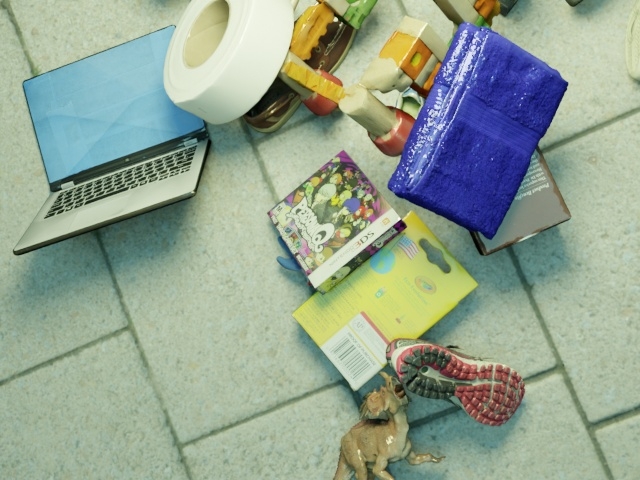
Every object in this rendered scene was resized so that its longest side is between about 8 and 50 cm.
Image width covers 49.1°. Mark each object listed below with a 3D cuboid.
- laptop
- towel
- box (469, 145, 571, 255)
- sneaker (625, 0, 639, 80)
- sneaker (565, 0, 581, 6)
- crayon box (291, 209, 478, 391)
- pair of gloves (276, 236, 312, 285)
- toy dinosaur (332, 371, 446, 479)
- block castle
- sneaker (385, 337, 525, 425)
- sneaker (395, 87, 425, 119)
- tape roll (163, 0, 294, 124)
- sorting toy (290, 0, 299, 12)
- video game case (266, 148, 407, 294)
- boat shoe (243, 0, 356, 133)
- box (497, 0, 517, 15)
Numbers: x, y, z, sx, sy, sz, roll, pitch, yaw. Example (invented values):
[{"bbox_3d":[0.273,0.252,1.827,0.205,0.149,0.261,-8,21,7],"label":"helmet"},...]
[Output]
[{"bbox_3d":[-0.447,-0.217,1.426,0.382,0.408,0.236,-18,119,9],"label":"laptop"},{"bbox_3d":[0.269,-0.176,1.169,0.227,0.076,0.308,23,97,-17],"label":"towel"},{"bbox_3d":[0.340,-0.095,1.322,0.168,0.167,0.203,-23,85,8],"label":"box"},{"bbox_3d":[0.675,-0.464,1.300,0.148,0.131,0.350,13,94,5],"label":"sneaker"},{"bbox_3d":[0.509,-0.593,1.333,0.162,0.106,0.281,36,84,-3],"label":"sneaker"},{"bbox_3d":[0.128,0.118,1.394,0.318,0.081,0.202,-41,83,6],"label":"crayon box"},{"bbox_3d":[0.000,0.000,1.414,0.198,0.023,0.159,-39,51,8],"label":"pair of gloves"},{"bbox_3d":[0.102,0.392,1.376,0.295,0.127,0.200,-39,71,25],"label":"toy dinosaur"},{"bbox_3d":[0.152,-0.403,1.273,0.303,0.213,0.453,38,97,40],"label":"block castle"},{"bbox_3d":[0.261,0.253,1.327,0.299,0.112,0.121,27,92,-21],"label":"sneaker"},{"bbox_3d":[0.203,-0.300,1.393,0.080,0.081,0.211,20,90,11],"label":"sneaker"},{"bbox_3d":[-0.181,-0.370,1.334,0.286,0.100,0.286,-23,57,39],"label":"tape roll"},{"bbox_3d":[-0.132,-0.419,1.405,0.038,0.208,0.193,24,93,-36],"label":"sorting toy"},{"bbox_3d":[0.026,-0.041,1.379,0.210,0.042,0.232,-39,52,6],"label":"video game case"},{"bbox_3d":[-0.044,-0.370,1.413,0.123,0.123,0.342,41,95,8],"label":"boat shoe"},{"bbox_3d":[0.329,-0.588,1.392,0.232,0.059,0.183,36,94,9],"label":"box"}]
